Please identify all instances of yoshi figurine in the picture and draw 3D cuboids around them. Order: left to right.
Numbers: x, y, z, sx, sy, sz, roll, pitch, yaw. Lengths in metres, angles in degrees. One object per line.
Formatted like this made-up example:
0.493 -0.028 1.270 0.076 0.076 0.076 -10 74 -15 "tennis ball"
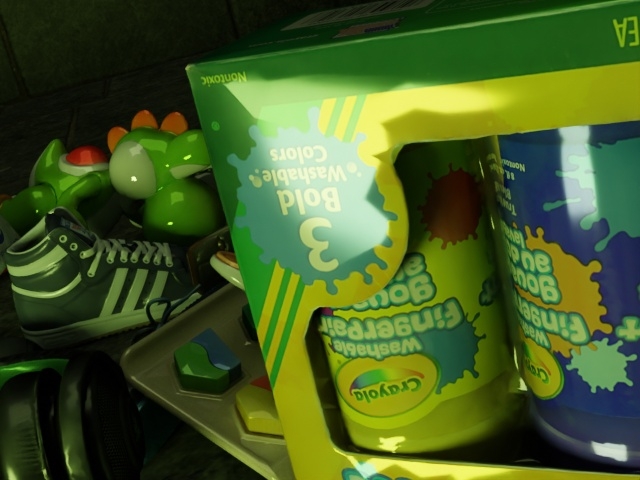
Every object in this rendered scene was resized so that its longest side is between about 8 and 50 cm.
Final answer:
-0.276 -0.026 1.270 0.362 0.203 0.203 -20 37 19 "yoshi figurine"

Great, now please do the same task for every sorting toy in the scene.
-0.042 0.110 0.844 0.208 0.038 0.193 30 43 27 "sorting toy"

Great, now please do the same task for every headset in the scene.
-0.233 0.198 0.690 0.243 0.185 0.394 -20 17 -22 "headset"

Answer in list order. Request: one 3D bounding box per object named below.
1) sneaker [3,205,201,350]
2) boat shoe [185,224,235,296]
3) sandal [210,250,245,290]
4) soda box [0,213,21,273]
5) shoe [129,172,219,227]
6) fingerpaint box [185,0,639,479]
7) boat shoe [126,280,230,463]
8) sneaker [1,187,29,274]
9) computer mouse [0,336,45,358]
-0.235 0.021 1.136 0.282 0.153 0.099 -18 22 -11 "sneaker"
0.000 0.000 1.115 0.324 0.122 0.120 -13 14 -21 "boat shoe"
0.028 0.034 0.880 0.265 0.076 0.102 18 10 -33 "sandal"
-0.505 0.061 1.163 0.286 0.091 0.098 -32 16 17 "soda box"
-0.246 -0.064 1.489 0.081 0.063 0.178 4 23 42 "shoe"
0.186 0.033 0.544 0.445 0.371 0.163 -2 23 25 "fingerpaint box"
-0.152 0.108 0.926 0.089 0.109 0.258 10 27 24 "boat shoe"
-0.449 -0.013 1.438 0.118 0.107 0.279 7 31 24 "sneaker"
-0.307 0.150 0.990 0.184 0.060 0.262 -15 22 1 "computer mouse"
